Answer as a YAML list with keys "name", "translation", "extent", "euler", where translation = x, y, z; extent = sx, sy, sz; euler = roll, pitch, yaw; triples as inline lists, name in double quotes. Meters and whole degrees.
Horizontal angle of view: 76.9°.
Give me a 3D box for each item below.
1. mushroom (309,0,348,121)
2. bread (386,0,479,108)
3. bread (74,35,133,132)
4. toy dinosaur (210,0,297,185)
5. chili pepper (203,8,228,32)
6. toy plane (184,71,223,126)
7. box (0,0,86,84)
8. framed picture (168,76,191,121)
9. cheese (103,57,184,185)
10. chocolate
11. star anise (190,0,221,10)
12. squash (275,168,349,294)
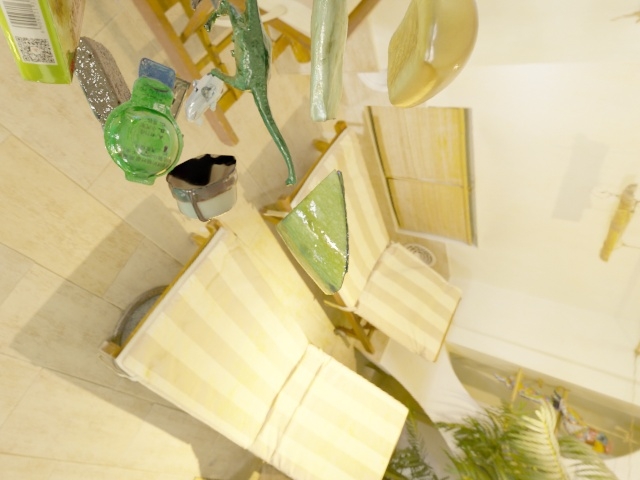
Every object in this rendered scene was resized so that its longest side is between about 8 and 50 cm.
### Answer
- name: "mushroom"
  translation: [0.018, -0.429, 0.901]
  extent: [0.100, 0.081, 0.312]
  euler: [-39, 138, -50]
- name: "bread"
  translation: [0.169, -0.292, 0.620]
  extent: [0.217, 0.098, 0.147]
  euler: [-138, -128, -84]
- name: "bread"
  translation: [-0.677, -0.439, 1.322]
  extent: [0.165, 0.113, 0.416]
  euler: [-110, 178, -79]
- name: "toy dinosaur"
  translation: [-0.117, -0.366, 0.877]
  extent: [0.087, 0.301, 0.447]
  euler: [-27, 150, -38]
- name: "chili pepper"
  translation: [-0.236, -0.514, 0.927]
  extent: [0.083, 0.027, 0.022]
  euler: [-45, 176, -10]
- name: "toy plane"
  translation: [-0.501, -0.617, 1.749]
  extent: [0.117, 0.245, 0.244]
  euler: [31, 75, -43]
- name: "box"
  translation: [-0.360, -0.362, 0.524]
  extent: [0.175, 0.062, 0.260]
  euler: [119, -35, -56]
- name: "framed picture"
  translation: [-0.670, -0.573, 1.727]
  extent: [0.281, 0.019, 0.209]
  euler: [-63, 168, 16]
- name: "cheese"
  translation: [-0.450, -0.307, 1.060]
  extent: [0.204, 0.083, 0.320]
  euler: [10, 89, -43]
- name: "chocolate"
  translation: [-0.438, -0.194, 1.567]
  extent: [0.283, 0.284, 0.186]
  euler: [-50, 144, -35]
- name: "star anise"
  translation: [-0.119, -0.385, 0.487]
  extent: [0.089, 0.231, 0.209]
  euler: [29, 85, -18]
- name: "squash"
  translation: [-0.023, -0.002, 0.649]
  extent: [0.085, 0.192, 0.184]
  euler: [-4, 77, -19]
